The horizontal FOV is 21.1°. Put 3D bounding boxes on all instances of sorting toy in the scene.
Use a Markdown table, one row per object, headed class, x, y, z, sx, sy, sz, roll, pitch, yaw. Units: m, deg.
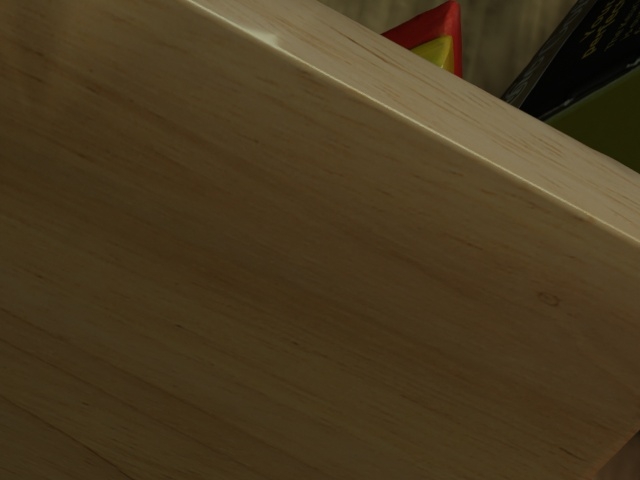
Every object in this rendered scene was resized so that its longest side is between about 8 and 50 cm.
| class | x | y | z | sx | sy | sz | roll | pitch | yaw |
| --- | --- | --- | --- | --- | --- | --- | --- | --- | --- |
| sorting toy | -0.071 | 0.009 | 0.439 | 0.257 | 0.255 | 0.089 | 28 | 40 | -7 |

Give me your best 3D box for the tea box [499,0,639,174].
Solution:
| class | x | y | z | sx | sy | sz | roll | pitch | yaw |
| --- | --- | --- | --- | --- | --- | --- | --- | --- | --- |
| tea box | 0.272 | -0.097 | 0.575 | 0.220 | 0.323 | 0.329 | 46 | 56 | -10 |
